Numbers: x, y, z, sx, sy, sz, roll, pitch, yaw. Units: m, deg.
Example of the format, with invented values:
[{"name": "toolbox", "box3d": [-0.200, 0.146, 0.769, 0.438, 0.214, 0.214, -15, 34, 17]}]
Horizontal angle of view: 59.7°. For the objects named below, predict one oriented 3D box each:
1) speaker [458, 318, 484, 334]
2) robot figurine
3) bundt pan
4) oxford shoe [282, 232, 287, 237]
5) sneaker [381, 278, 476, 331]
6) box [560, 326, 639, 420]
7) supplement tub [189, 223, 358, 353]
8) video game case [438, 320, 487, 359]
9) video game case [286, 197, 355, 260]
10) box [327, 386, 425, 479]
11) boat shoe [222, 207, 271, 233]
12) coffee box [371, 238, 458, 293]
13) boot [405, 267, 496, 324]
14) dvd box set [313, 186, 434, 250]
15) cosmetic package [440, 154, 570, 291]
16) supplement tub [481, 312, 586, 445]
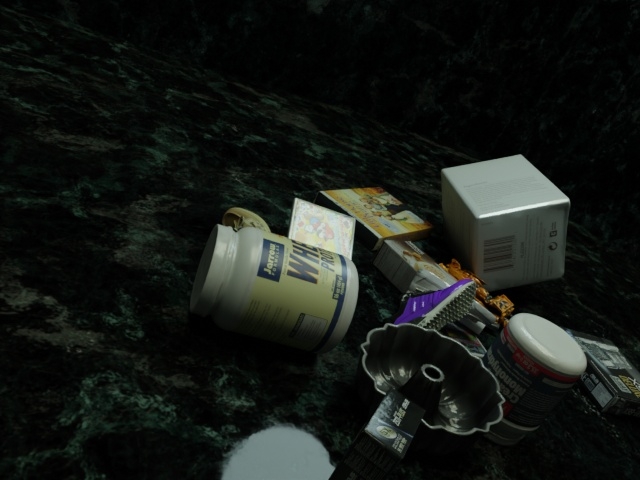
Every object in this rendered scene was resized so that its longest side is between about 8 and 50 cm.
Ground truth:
[{"name": "speaker", "box3d": [0.433, 0.224, 1.677, 0.136, 0.055, 0.055, 35, 27, 15]}, {"name": "robot figurine", "box3d": [0.510, 0.181, 1.845, 0.291, 0.085, 0.211, 39, 29, 25]}, {"name": "bundt pan", "box3d": [0.224, 0.333, 1.227, 0.330, 0.124, 0.331, 14, 29, -8]}, {"name": "oxford shoe", "box3d": [-0.013, -0.028, 1.739, 0.097, 0.098, 0.271, 41, 29, 27]}, {"name": "sneaker", "box3d": [0.285, 0.174, 1.508, 0.293, 0.102, 0.146, -33, 44, -19]}, {"name": "box", "box3d": [0.907, 0.422, 1.767, 0.242, 0.077, 0.307, 16, 27, -20]}, {"name": "supplement tub", "box3d": [-0.104, 0.106, 1.244, 0.324, 0.235, 0.235, 18, 27, -17]}, {"name": "video game case", "box3d": [0.373, 0.271, 1.623, 0.201, 0.023, 0.183, 14, 28, -25]}, {"name": "video game case", "box3d": [0.000, 0.000, 1.657, 0.206, 0.026, 0.227, 18, 57, -16]}, {"name": "box", "box3d": [0.092, 0.373, 0.984, 0.077, 0.180, 0.147, 34, 27, 13]}, {"name": "boat shoe", "box3d": [-0.181, 0.008, 1.509, 0.285, 0.105, 0.089, 40, 26, 26]}, {"name": "coffee box", "box3d": [0.303, 0.106, 1.779, 0.141, 0.098, 0.246, -1, 37, -44]}, {"name": "boot", "box3d": [0.363, 0.197, 1.599, 0.258, 0.123, 0.095, 33, -3, 11]}, {"name": "dvd box set", "box3d": [0.211, -0.095, 2.117, 0.307, 0.062, 0.420, 40, 29, 28]}, {"name": "cosmetic package", "box3d": [0.658, -0.071, 2.050, 0.327, 0.330, 0.394, -11, 33, -1]}, {"name": "supplement tub", "box3d": [0.468, 0.326, 1.314, 0.191, 0.272, 0.191, 21, 26, -11]}]
